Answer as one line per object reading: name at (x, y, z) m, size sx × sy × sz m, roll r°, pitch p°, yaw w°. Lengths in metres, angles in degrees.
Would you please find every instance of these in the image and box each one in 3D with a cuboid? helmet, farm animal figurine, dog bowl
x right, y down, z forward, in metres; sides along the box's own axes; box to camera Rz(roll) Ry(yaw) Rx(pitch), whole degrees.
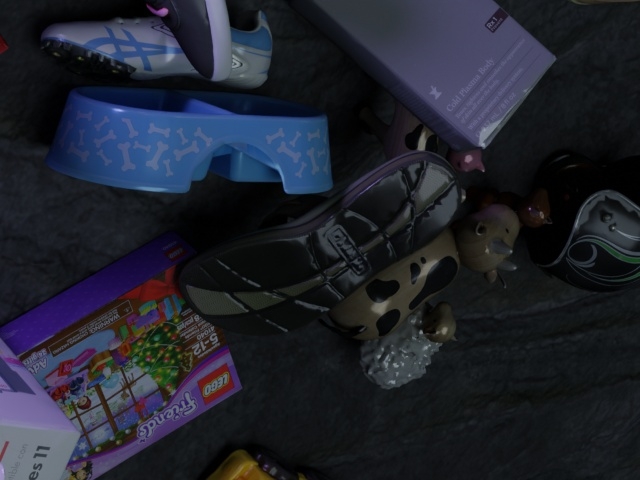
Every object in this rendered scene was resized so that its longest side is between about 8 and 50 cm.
helmet at (0.339, -0.022, 2.089) m, size 0.162 × 0.169 × 0.169 m, roll 8°, pitch 112°, yaw -22°
farm animal figurine at (0.117, -0.014, 1.919) m, size 0.327 × 0.172 × 0.330 m, roll -47°, pitch 134°, yaw -3°
dog bowl at (-0.118, -0.099, 1.709) m, size 0.297 × 0.166 × 0.074 m, roll 0°, pitch 104°, yaw -36°

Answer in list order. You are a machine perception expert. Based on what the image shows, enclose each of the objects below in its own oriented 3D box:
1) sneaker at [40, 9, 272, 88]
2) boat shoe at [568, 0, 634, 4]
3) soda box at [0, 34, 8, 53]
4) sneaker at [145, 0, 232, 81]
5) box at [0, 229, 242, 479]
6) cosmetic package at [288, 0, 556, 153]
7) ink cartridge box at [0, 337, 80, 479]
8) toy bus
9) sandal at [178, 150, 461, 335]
sneaker at (-0.155, -0.191, 1.684) m, size 0.237 × 0.085 × 0.086 m, roll 1°, pitch 87°, yaw -32°
boat shoe at (0.404, -0.322, 1.991) m, size 0.302 × 0.098 × 0.109 m, roll -17°, pitch 126°, yaw -28°
soda box at (-0.350, -0.201, 1.394) m, size 0.092 × 0.263 × 0.083 m, roll -40°, pitch 134°, yaw -9°
sneaker at (-0.185, -0.257, 1.575) m, size 0.147 × 0.104 × 0.295 m, roll -28°, pitch 112°, yaw -15°
box at (-0.236, 0.144, 1.836) m, size 0.293 × 0.057 × 0.201 m, roll -31°, pitch 132°, yaw -18°
cosmetic package at (0.098, -0.208, 1.751) m, size 0.238 × 0.107 × 0.127 m, roll 40°, pitch 84°, yaw -8°
ink cartridge box at (-0.341, 0.197, 1.586) m, size 0.119 × 0.353 × 0.207 m, roll 13°, pitch 109°, yaw -41°
toy bus at (-0.023, 0.361, 2.024) m, size 0.220 × 0.211 × 0.149 m, roll 32°, pitch 97°, yaw -42°
sandal at (0.002, 0.001, 1.802) m, size 0.303 × 0.086 × 0.120 m, roll -26°, pitch 120°, yaw 4°
